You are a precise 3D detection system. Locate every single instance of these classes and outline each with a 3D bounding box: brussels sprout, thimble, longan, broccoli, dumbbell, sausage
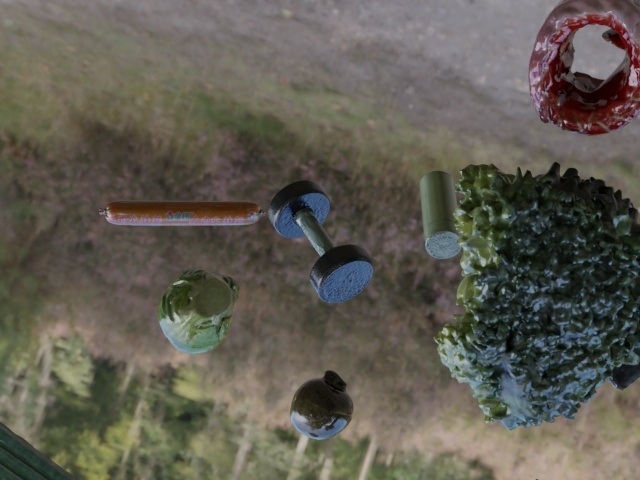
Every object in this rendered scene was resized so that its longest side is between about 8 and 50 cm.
[{"bbox_3d":[-0.206,0.115,1.803,0.118,0.155,0.155,16,170,-18],"label":"brussels sprout"},{"bbox_3d":[0.363,-0.239,1.425,0.163,0.189,0.125,18,-149,14],"label":"thimble"},{"bbox_3d":[0.005,0.280,1.862,0.106,0.119,0.106,24,167,6],"label":"longan"},{"bbox_3d":[0.286,0.077,1.445,0.293,0.347,0.281,15,180,-22],"label":"broccoli"},{"bbox_3d":[0.000,0.000,1.697,0.100,0.100,0.191,34,-162,-52],"label":"dumbbell"},{"bbox_3d":[-0.290,-0.057,2.301,0.348,0.053,0.053,0,170,-6],"label":"sausage"}]

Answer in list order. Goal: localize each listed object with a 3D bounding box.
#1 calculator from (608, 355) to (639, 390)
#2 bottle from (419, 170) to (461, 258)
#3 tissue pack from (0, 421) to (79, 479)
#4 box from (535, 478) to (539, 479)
[{"bbox_3d":[0.540,0.105,1.784,0.161,0.262,0.021,52,179,2],"label":"calculator"},{"bbox_3d":[0.232,-0.052,2.115,0.072,0.201,0.072,0,128,1],"label":"bottle"},{"bbox_3d":[-0.354,0.337,1.131,0.388,0.162,0.287,36,126,0],"label":"tissue pack"},{"bbox_3d":[0.336,0.491,1.638,0.129,0.225,0.086,26,173,30],"label":"box"}]
